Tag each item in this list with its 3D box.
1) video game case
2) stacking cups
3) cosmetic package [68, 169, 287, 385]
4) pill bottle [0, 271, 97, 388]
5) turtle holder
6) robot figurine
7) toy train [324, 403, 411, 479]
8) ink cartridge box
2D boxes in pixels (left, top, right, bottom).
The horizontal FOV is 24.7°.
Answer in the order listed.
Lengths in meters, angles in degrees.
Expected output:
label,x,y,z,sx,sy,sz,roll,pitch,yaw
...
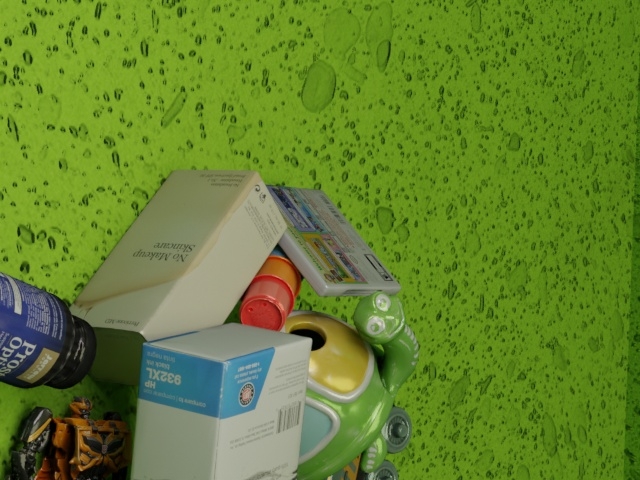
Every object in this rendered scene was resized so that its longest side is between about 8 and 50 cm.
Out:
label,x,y,z,sx,sy,sz,roll,pitch,yaw
video game case,0.000,0.000,2.125,0.023,0.212,0.193,-50,152,23
stacking cups,-0.059,0.051,2.089,0.316,0.096,0.096,-79,157,-65
cosmetic package,-0.194,0.045,1.963,0.309,0.160,0.113,-57,134,-37
pill bottle,-0.372,0.107,1.744,0.219,0.123,0.122,30,68,-51
turtle holder,-0.013,0.213,2.098,0.227,0.320,0.243,42,54,-31
robot figurine,-0.314,0.347,1.877,0.211,0.085,0.291,13,82,-55
toy train,0.025,0.369,2.328,0.190,0.142,0.334,23,75,-41
ink cartridge box,-0.128,0.274,1.842,0.223,0.129,0.307,-9,107,-63
